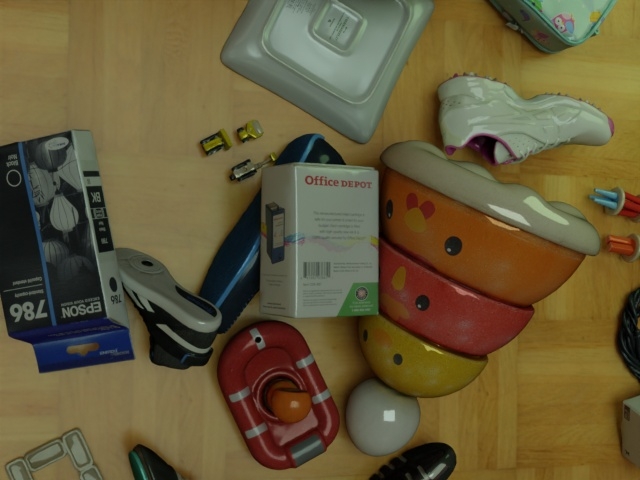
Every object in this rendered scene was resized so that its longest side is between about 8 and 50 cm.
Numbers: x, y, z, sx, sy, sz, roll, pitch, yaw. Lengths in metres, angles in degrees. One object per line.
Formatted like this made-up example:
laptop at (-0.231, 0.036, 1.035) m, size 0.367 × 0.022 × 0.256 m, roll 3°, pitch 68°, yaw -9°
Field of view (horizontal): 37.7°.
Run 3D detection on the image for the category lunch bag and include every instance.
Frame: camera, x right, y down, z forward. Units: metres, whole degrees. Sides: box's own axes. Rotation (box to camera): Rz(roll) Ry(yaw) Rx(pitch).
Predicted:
lunch bag at (0.411, -0.461, 1.573) m, size 0.224 × 0.108 × 0.279 m, roll 40°, pitch 80°, yaw -17°

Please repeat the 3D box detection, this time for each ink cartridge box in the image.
ink cartridge box at (-0.373, 0.022, 1.315) m, size 0.165 × 0.065 × 0.333 m, roll -11°, pitch 92°, yaw 15°
ink cartridge box at (0.000, 0.000, 1.333) m, size 0.154 × 0.093 × 0.213 m, roll 1°, pitch 91°, yaw -37°

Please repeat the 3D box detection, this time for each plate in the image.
plate at (0.021, -0.337, 1.488) m, size 0.278 × 0.045 × 0.277 m, roll 29°, pitch 82°, yaw -13°

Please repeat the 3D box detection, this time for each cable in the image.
cable at (0.592, 0.169, 1.644) m, size 0.150 × 0.047 × 0.185 m, roll 17°, pitch 84°, yaw -15°

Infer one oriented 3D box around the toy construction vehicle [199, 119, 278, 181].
toy construction vehicle at (-0.126, -0.136, 1.448) m, size 0.098 × 0.035 × 0.086 m, roll -31°, pitch 86°, yaw -18°

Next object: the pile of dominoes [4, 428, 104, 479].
pile of dominoes at (-0.390, 0.429, 1.363) m, size 0.195 × 0.040 × 0.251 m, roll -24°, pitch 87°, yaw -15°

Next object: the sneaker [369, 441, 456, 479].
sneaker at (0.128, 0.456, 1.480) m, size 0.281 × 0.106 × 0.163 m, roll -38°, pitch 104°, yaw -4°

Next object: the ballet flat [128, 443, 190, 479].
ballet flat at (-0.211, 0.420, 1.382) m, size 0.096 × 0.095 × 0.281 m, roll -15°, pitch 103°, yaw -26°

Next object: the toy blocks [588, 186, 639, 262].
toy blocks at (0.528, -0.026, 1.625) m, size 0.148 × 0.054 × 0.123 m, roll 14°, pitch 84°, yaw -16°

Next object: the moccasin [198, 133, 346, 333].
moccasin at (-0.059, 0.002, 1.408) m, size 0.116 × 0.137 × 0.342 m, roll 37°, pitch 83°, yaw -26°

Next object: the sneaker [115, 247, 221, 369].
sneaker at (-0.244, 0.110, 1.358) m, size 0.079 × 0.217 × 0.121 m, roll -16°, pitch 132°, yaw -51°

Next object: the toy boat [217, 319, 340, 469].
toy boat at (-0.056, 0.232, 1.394) m, size 0.151 × 0.151 × 0.231 m, roll -27°, pitch 96°, yaw -16°

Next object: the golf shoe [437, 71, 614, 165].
golf shoe at (0.332, -0.176, 1.534) m, size 0.306 × 0.115 × 0.140 m, roll 10°, pitch 74°, yaw -8°

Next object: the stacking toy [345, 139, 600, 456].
stacking toy at (0.175, 0.120, 1.422) m, size 0.350 × 0.350 × 0.480 m, roll 21°, pitch 98°, yaw -15°

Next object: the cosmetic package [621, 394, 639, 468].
cosmetic package at (0.640, 0.310, 1.620) m, size 0.231 × 0.085 × 0.117 m, roll -16°, pitch 114°, yaw -17°
